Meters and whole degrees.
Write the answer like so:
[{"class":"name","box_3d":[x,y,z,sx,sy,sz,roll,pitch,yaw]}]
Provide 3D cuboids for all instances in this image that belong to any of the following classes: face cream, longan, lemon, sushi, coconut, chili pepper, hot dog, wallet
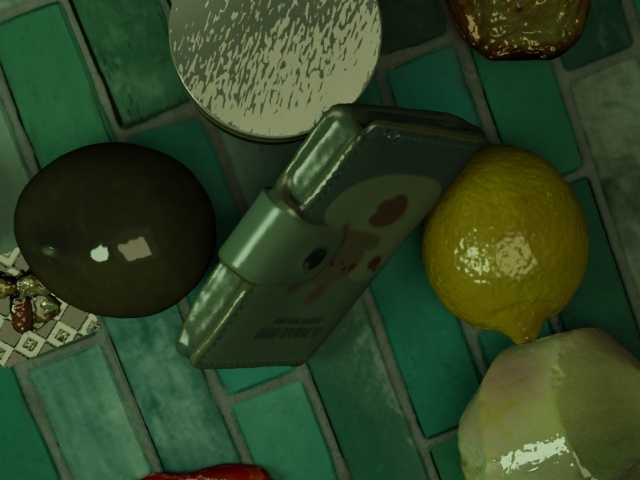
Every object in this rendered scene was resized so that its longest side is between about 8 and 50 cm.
[{"class":"face cream","box_3d":[-0.049,-0.212,1.815,0.218,0.179,0.218,0,91,-3]},{"class":"longan","box_3d":[-0.215,-0.011,1.839,0.220,0.196,0.197,6,102,24]},{"class":"lemon","box_3d":[0.204,-0.001,1.921,0.186,0.187,0.244,-3,70,-9]},{"class":"sushi","box_3d":[-0.324,0.071,1.921,0.120,0.026,0.126,-25,104,-5]},{"class":"coconut","box_3d":[0.296,0.224,1.957,0.259,0.259,0.259,-2,101,-9]},{"class":"chili pepper","box_3d":[-0.132,0.281,1.994,0.178,0.027,0.045,5,100,-9]},{"class":"hot dog","box_3d":[0.226,-0.333,1.892,0.175,0.114,0.259,-2,115,-11]},{"class":"wallet","box_3d":[0.000,0.000,1.831,0.252,0.083,0.360,4,129,-53]}]
